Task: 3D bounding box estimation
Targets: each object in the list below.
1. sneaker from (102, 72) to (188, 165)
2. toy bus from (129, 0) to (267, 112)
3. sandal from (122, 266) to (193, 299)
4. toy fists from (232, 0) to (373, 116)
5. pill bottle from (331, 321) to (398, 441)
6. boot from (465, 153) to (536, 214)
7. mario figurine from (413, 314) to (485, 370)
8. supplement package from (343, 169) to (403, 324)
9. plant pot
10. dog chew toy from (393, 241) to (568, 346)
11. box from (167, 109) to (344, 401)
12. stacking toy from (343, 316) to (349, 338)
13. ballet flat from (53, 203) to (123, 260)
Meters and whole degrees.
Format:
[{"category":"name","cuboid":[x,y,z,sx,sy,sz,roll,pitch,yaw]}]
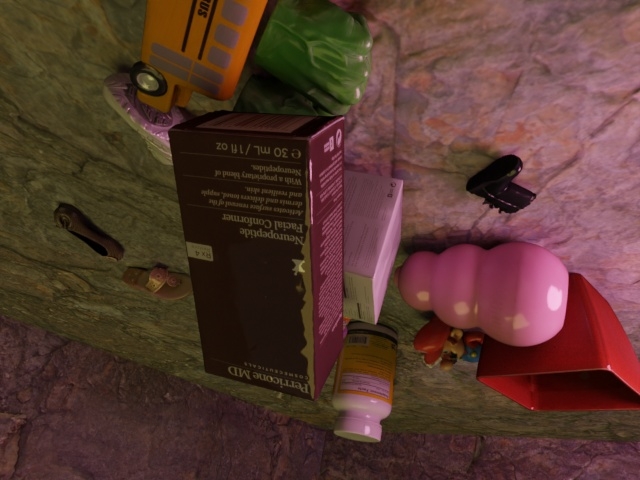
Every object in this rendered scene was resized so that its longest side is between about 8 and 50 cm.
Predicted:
[{"category":"sneaker","cuboid":[-0.275,-0.182,0.770,0.115,0.090,0.232,-12,141,40]},{"category":"toy bus","cuboid":[-0.133,-0.283,0.530,0.130,0.108,0.332,20,148,-16]},{"category":"sandal","cuboid":[-0.502,0.117,1.346,0.240,0.088,0.079,8,156,16]},{"category":"toy fists","cuboid":[-0.026,-0.210,0.629,0.142,0.096,0.279,30,148,-12]},{"category":"pill bottle","cuboid":[0.137,0.444,1.421,0.188,0.333,0.188,9,150,5]},{"category":"boot","cuboid":[0.317,-0.089,0.753,0.099,0.045,0.121,25,155,-16]},{"category":"mario figurine","cuboid":[0.413,0.329,1.285,0.321,0.170,0.198,12,116,-15]},{"category":"supplement package","cuboid":[0.000,0.000,0.834,0.263,0.199,0.198,13,151,16]},{"category":"plant pot","cuboid":[0.538,0.228,1.015,0.267,0.235,0.267,34,143,-31]},{"category":"dog chew toy","cuboid":[0.315,0.096,0.925,0.332,0.206,0.206,6,150,25]},{"category":"box","cuboid":[-0.074,0.022,0.636,0.191,0.143,0.381,8,118,18]},{"category":"stacking toy","cuboid":[0.022,0.278,1.400,0.175,0.165,0.302,27,132,-17]},{"category":"ballet flat","cuboid":[-0.625,-0.005,1.215,0.084,0.058,0.250,3,149,16]}]
